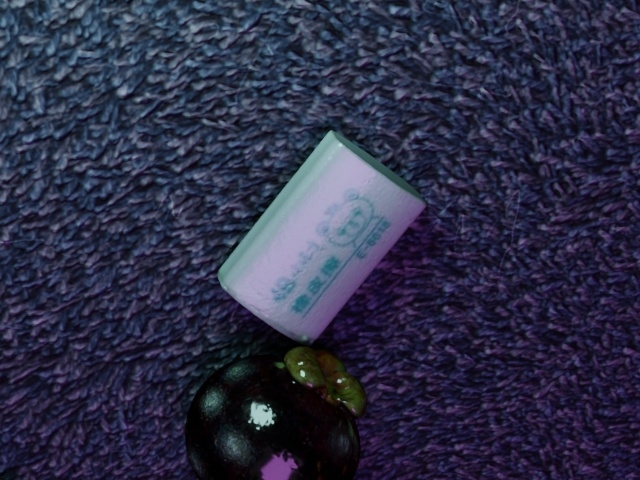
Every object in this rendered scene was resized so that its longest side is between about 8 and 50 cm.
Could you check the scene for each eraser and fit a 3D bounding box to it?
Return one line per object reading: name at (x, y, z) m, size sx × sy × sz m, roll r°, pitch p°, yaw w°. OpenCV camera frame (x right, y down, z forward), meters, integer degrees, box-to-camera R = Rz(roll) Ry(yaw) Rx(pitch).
eraser at (0.000, 0.000, 1.674) m, size 0.189 × 0.104 × 0.290 m, roll 35°, pitch 102°, yaw -21°

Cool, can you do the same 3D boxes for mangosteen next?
mangosteen at (-0.063, 0.293, 1.699) m, size 0.287 × 0.288 × 0.288 m, roll -5°, pitch 115°, yaw -11°

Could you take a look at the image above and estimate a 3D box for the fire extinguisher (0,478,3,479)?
fire extinguisher at (-0.465, 0.544, 1.797) m, size 0.135 × 0.114 × 0.337 m, roll -42°, pitch 118°, yaw -16°
